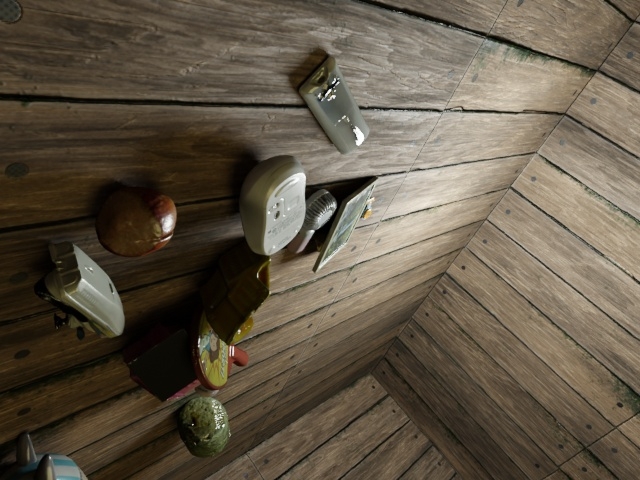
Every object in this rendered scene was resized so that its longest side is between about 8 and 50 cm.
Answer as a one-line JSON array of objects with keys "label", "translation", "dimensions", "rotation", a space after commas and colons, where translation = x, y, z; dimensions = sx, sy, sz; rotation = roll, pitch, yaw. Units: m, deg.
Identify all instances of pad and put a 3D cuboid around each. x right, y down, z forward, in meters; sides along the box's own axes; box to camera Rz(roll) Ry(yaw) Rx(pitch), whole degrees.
[{"label": "pad", "translation": [-0.407, 0.349, 1.214], "dimensions": [0.164, 0.004, 0.243], "rotation": [-32, 141, -19]}]

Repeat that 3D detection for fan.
[{"label": "fan", "translation": [-0.038, -0.052, 1.362], "dimensions": [0.130, 0.074, 0.244], "rotation": [-27, 156, -52]}]

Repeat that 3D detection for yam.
[{"label": "yam", "translation": [-0.477, 0.776, 1.822], "dimensions": [0.195, 0.195, 0.300], "rotation": [-30, 151, -26]}]

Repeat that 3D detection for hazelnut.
[{"label": "hazelnut", "translation": [-0.361, -0.038, 0.868], "dimensions": [0.154, 0.143, 0.143], "rotation": [-38, 154, 6]}]

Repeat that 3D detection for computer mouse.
[{"label": "computer mouse", "translation": [-0.128, -0.093, 1.108], "dimensions": [0.184, 0.121, 0.296], "rotation": [-45, 160, -27]}]

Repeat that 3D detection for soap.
[{"label": "soap", "translation": [-0.444, 0.372, 1.346], "dimensions": [0.220, 0.127, 0.324], "rotation": [-33, 153, -17]}]

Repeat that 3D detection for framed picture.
[{"label": "framed picture", "translation": [0.084, -0.053, 1.510], "dimensions": [0.240, 0.020, 0.324], "rotation": [-40, 159, -49]}]

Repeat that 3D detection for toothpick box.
[{"label": "toothpick box", "translation": [-0.405, 0.493, 1.602], "dimensions": [0.098, 0.098, 0.148], "rotation": [-23, 147, -36]}]

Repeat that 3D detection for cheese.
[{"label": "cheese", "translation": [0.175, -0.115, 1.621], "dimensions": [0.047, 0.017, 0.111], "rotation": [-31, 151, -30]}]

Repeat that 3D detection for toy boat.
[{"label": "toy boat", "translation": [-0.491, 0.124, 0.910], "dimensions": [0.141, 0.141, 0.269], "rotation": [-28, 152, -29]}]

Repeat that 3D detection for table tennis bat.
[{"label": "table tennis bat", "translation": [-0.309, 0.330, 1.362], "dimensions": [0.051, 0.268, 0.414], "rotation": [-6, 154, 7]}]

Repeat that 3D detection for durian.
[{"label": "durian", "translation": [0.010, 0.002, 1.501], "dimensions": [0.052, 0.066, 0.130], "rotation": [-8, -174, 11]}]

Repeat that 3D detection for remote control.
[{"label": "remote control", "translation": [0.053, -0.317, 1.110], "dimensions": [0.109, 0.055, 0.313], "rotation": [-45, 153, 3]}]

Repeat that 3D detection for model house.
[{"label": "model house", "translation": [-0.204, 0.128, 1.232], "dimensions": [0.173, 0.268, 0.239], "rotation": [26, 108, -41]}]

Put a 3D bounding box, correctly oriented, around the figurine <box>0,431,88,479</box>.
[{"label": "figurine", "translation": [-0.851, 0.694, 1.236], "dimensions": [0.362, 0.266, 0.377], "rotation": [2, 99, -23]}]
